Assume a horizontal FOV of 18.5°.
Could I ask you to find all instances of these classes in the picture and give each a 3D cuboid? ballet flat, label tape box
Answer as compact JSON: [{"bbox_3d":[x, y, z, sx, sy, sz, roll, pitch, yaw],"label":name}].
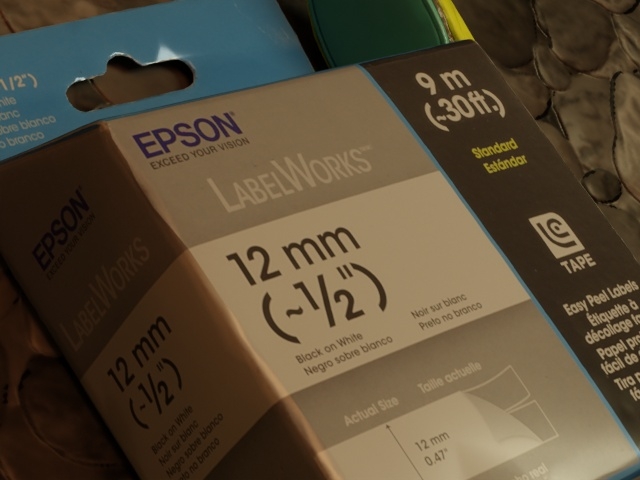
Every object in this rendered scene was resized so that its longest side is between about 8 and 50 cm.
[{"bbox_3d":[0.068,-0.073,1.063,0.231,0.077,0.077,58,23,15],"label":"ballet flat"},{"bbox_3d":[0.000,0.000,0.910,0.249,0.115,0.348,-17,68,-44],"label":"label tape box"}]
